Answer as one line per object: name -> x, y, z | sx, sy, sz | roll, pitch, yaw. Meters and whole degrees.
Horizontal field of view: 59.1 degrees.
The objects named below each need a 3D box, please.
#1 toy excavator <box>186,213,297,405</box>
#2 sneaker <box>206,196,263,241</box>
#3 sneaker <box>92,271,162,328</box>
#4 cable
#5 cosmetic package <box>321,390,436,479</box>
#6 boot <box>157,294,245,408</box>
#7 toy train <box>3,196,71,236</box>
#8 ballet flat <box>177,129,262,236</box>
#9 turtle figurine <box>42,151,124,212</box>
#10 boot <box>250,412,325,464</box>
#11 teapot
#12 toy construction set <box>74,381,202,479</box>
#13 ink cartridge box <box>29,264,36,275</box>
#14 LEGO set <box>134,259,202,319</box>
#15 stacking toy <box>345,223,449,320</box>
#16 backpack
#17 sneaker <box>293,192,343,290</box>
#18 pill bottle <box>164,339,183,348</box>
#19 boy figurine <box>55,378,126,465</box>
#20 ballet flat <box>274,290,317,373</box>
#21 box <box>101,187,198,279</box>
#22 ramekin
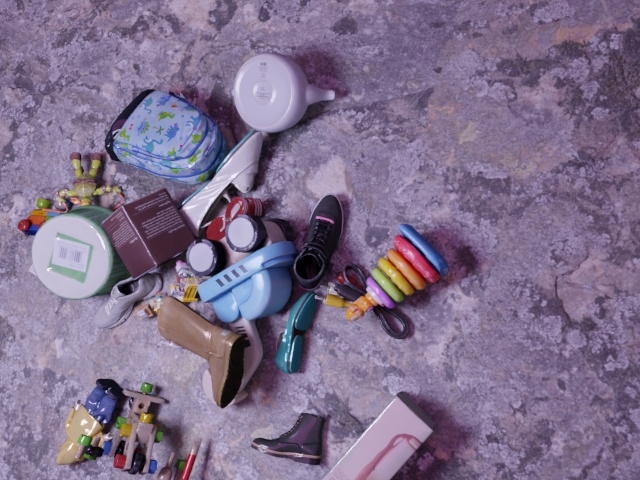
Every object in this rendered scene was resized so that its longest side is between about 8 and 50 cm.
toy excavator -> -0.218, 0.201, 1.621 | 0.432, 0.222, 0.445 | -31, 76, 19
sneaker -> -0.253, -0.054, 1.750 | 0.221, 0.128, 0.087 | -38, 71, 38
sneaker -> -0.639, 0.182, 1.795 | 0.262, 0.121, 0.099 | -40, 70, 6
cable -> 0.134, 0.171, 1.616 | 0.287, 0.072, 0.139 | 29, 71, 8
cosmetic package -> 0.156, 0.549, 1.466 | 0.129, 0.153, 0.296 | 41, 94, 18
boot -> -0.335, 0.303, 1.557 | 0.269, 0.089, 0.236 | 20, 107, 27
toy train -> -0.992, -0.084, 1.973 | 0.247, 0.105, 0.143 | 4, 70, 18
ballet flat -> -0.294, -0.166, 1.774 | 0.400, 0.139, 0.139 | -44, 70, 9
turtle figurine -> -0.811, -0.194, 1.916 | 0.269, 0.087, 0.217 | -8, 69, -4
boot -> -0.086, 0.541, 1.588 | 0.197, 0.077, 0.137 | 10, 77, 5
teapot -> -0.134, -0.454, 1.745 | 0.252, 0.187, 0.256 | -42, 82, 28
toy construction set -> -0.494, 0.550, 1.644 | 0.308, 0.257, 0.237 | 19, 71, -1
ink cartridge box -> -0.929, 0.071, 1.942 | 0.088, 0.052, 0.123 | 26, 88, 19
LEGO set -> -0.460, 0.145, 1.761 | 0.287, 0.132, 0.107 | -38, 52, 29
stacking toy -> 0.185, 0.116, 1.525 | 0.302, 0.175, 0.166 | -42, 69, 2
backpack -> -0.474, -0.326, 1.800 | 0.355, 0.273, 0.290 | 32, 72, 8
sneaker -> 0.000, 0.000, 1.616 | 0.104, 0.147, 0.296 | 17, 86, 3
pill bottle -> -0.432, 0.269, 1.743 | 0.067, 0.067, 0.120 | 16, 84, 19
boy figurine -> -0.714, 0.580, 1.752 | 0.177, 0.092, 0.285 | 29, 89, 20
ballet flat -> -0.083, 0.258, 1.637 | 0.087, 0.083, 0.247 | 9, 79, 32
box -> -0.520, -0.021, 1.716 | 0.167, 0.168, 0.203 | -25, 96, 44
ramekin -> -0.756, 0.043, 1.794 | 0.303, 0.148, 0.304 | 1, 98, 8
